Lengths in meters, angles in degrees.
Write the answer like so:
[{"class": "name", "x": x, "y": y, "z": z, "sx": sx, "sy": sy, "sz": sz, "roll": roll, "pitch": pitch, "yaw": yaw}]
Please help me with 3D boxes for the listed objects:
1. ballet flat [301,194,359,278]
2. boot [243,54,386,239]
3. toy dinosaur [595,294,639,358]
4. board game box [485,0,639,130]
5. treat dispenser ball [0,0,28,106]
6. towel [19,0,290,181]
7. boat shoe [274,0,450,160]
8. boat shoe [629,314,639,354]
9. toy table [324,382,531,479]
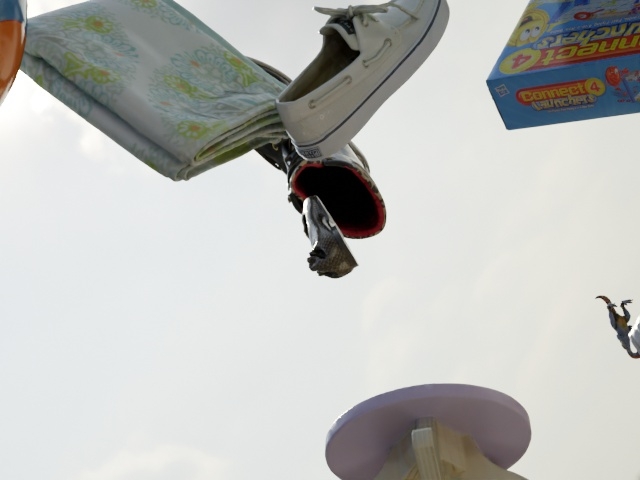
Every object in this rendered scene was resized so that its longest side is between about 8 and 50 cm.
[{"class": "ballet flat", "x": 0.000, "y": 0.000, "z": 1.935, "sx": 0.058, "sy": 0.084, "sz": 0.250, "roll": -33, "pitch": 18, "yaw": 1}, {"class": "boot", "x": -0.044, "y": -0.157, "z": 2.486, "sx": 0.138, "sy": 0.377, "sz": 0.284, "roll": -46, "pitch": 22, "yaw": 10}, {"class": "toy dinosaur", "x": 0.425, "y": 0.122, "z": 2.033, "sx": 0.047, "sy": 0.090, "sz": 0.082, "roll": -18, "pitch": -69, "yaw": -7}, {"class": "board game box", "x": 0.414, "y": -0.286, "z": 1.957, "sx": 0.086, "sy": 0.308, "sz": 0.302, "roll": 61, "pitch": -140, "yaw": -30}, {"class": "treat dispenser ball", "x": -0.400, "y": -0.197, "z": 1.268, "sx": 0.288, "sy": 0.288, "sz": 0.288, "roll": -46, "pitch": -21, "yaw": -24}, {"class": "towel", "x": -0.239, "y": -0.242, "z": 2.166, "sx": 0.320, "sy": 0.374, "sz": 0.090, "roll": -29, "pitch": -31, "yaw": -55}, {"class": "boat shoe", "x": 0.050, "y": -0.295, "z": 2.185, "sx": 0.367, "sy": 0.136, "sz": 0.156, "roll": -49, "pitch": -57, "yaw": -23}, {"class": "boat shoe", "x": 0.427, "y": 0.205, "z": 1.641, "sx": 0.096, "sy": 0.277, "sz": 0.098, "roll": -42, "pitch": -6, "yaw": 28}, {"class": "toy table", "x": 0.144, "y": 0.305, "z": 1.905, "sx": 0.161, "sy": 0.274, "sz": 0.252, "roll": -90, "pitch": -22, "yaw": -56}]
